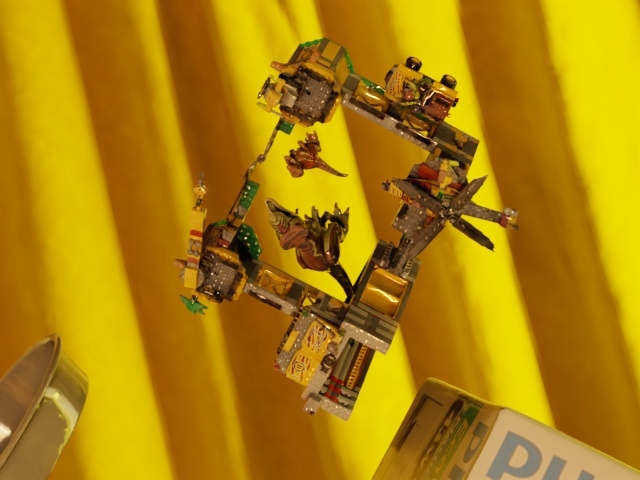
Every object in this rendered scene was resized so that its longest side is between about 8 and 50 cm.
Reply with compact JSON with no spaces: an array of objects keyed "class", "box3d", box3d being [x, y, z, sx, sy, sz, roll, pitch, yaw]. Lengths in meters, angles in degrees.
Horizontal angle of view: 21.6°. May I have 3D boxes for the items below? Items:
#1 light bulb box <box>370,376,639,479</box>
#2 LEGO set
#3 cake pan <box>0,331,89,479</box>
[{"class":"light bulb box","box3d":[0.190,0.267,1.065,0.358,0.225,0.361,27,-3,-1]},{"class":"LEGO set","box3d":[0.000,0.000,1.510,0.331,0.255,0.192,-52,6,30]},{"class":"cake pan","box3d":[-0.327,0.227,1.675,0.054,0.293,0.293,37,-35,-15]}]
